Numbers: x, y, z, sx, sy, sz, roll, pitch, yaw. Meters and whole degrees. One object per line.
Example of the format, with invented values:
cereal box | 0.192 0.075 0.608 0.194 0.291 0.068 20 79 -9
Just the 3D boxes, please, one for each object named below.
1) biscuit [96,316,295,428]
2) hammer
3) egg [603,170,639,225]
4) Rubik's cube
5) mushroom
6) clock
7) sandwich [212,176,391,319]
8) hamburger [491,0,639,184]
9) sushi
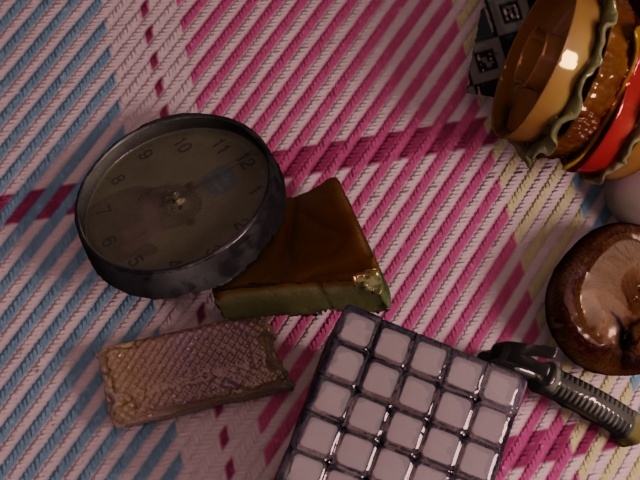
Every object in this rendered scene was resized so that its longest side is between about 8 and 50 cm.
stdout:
biscuit | -0.159 0.166 1.572 0.239 0.062 0.108 -12 75 -8
hammer | 0.319 0.195 1.574 0.226 0.159 0.041 30 73 -8
egg | 0.452 -0.058 1.676 0.135 0.103 0.103 26 72 2
Rubik's cube | 0.086 0.246 1.474 0.237 0.237 0.238 20 72 3
mushroom | 0.396 0.083 1.620 0.231 0.138 0.194 3 58 -16
clock | -0.182 -0.052 1.581 0.280 0.055 0.280 -8 51 10
sandwich | 0.000 0.000 1.550 0.245 0.063 0.212 -4 43 31
hamburger | 0.367 -0.203 1.599 0.212 0.274 0.274 21 71 -10
sushi | 0.362 -0.318 1.776 0.294 0.059 0.292 11 82 -10
